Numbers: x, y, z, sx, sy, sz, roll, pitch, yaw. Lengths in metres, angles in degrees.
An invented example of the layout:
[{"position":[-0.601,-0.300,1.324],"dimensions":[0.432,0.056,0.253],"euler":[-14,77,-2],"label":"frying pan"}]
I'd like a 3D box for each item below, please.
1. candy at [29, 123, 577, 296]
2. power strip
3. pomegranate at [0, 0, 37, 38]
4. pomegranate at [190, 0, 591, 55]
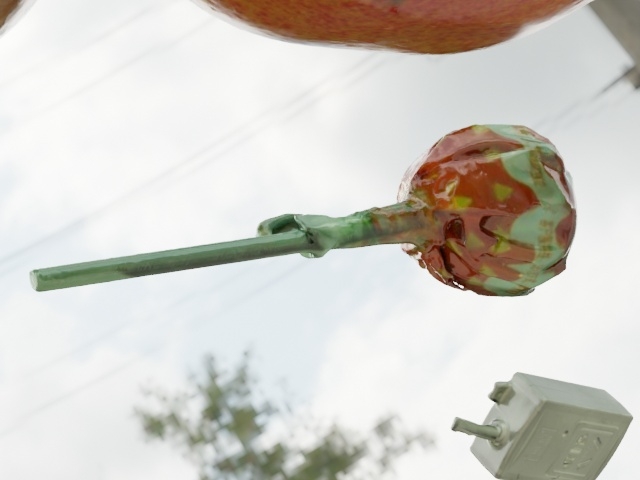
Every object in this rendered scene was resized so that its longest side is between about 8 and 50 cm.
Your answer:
[{"position":[0.000,0.002,0.873],"dimensions":[0.287,0.084,0.078],"euler":[-11,-11,-34],"label":"candy"},{"position":[0.154,0.139,1.403],"dimensions":[0.175,0.042,0.075],"euler":[13,-67,-42],"label":"power strip"},{"position":[-0.196,-0.163,0.818],"dimensions":[0.209,0.209,0.209],"euler":[-22,-33,-16],"label":"pomegranate"},{"position":[0.014,-0.159,0.639],"dimensions":[0.221,0.221,0.256],"euler":[-12,-13,-29],"label":"pomegranate"}]
